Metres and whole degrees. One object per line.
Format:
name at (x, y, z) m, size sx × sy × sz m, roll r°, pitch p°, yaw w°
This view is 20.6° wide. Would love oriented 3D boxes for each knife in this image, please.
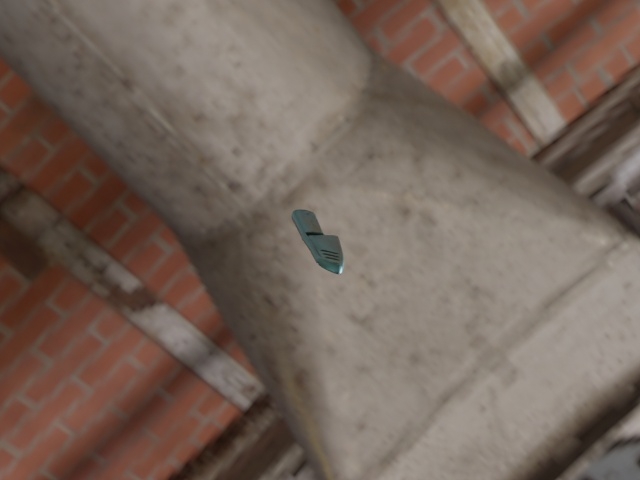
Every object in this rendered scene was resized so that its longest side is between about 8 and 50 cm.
knife at (0.000, 0.000, 0.637) m, size 0.091 × 0.014 × 0.005 m, roll -117°, pitch -144°, yaw -76°
